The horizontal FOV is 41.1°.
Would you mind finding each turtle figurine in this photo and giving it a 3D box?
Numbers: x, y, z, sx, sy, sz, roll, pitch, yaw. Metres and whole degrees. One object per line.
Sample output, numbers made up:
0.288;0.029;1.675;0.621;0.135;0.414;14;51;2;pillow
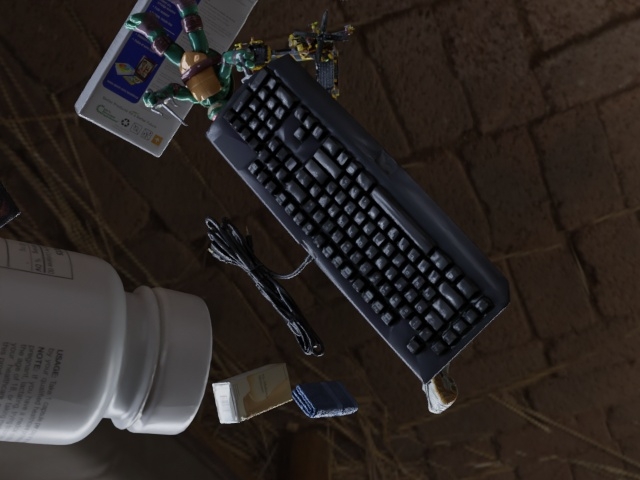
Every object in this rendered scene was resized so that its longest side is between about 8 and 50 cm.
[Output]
-0.185;-0.251;1.269;0.175;0.118;0.234;-30;88;4;turtle figurine

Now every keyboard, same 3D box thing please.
0.000;0.000;0.768;0.317;0.033;0.201;48;115;19;keyboard

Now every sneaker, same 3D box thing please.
0.111;0.133;0.849;0.031;0.083;0.037;12;134;-13;sneaker

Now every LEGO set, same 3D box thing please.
-0.067;-0.282;1.677;0.254;0.192;0.332;5;84;15;LEGO set

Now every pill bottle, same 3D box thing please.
-0.197;0.068;0.570;0.229;0.131;0.131;13;127;-28;pill bottle

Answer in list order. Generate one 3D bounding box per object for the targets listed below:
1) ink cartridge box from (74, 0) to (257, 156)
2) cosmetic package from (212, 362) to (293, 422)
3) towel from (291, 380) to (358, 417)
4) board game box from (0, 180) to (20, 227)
-0.277;-0.350;1.560;0.175;0.069;0.371;28;103;-34;ink cartridge box
-0.096;0.219;1.231;0.041;0.115;0.060;-12;91;41;cosmetic package
0.008;0.266;1.421;0.119;0.067;0.029;8;124;-50;towel
-0.540;-0.035;1.116;0.042;0.243;0.165;7;132;47;board game box
